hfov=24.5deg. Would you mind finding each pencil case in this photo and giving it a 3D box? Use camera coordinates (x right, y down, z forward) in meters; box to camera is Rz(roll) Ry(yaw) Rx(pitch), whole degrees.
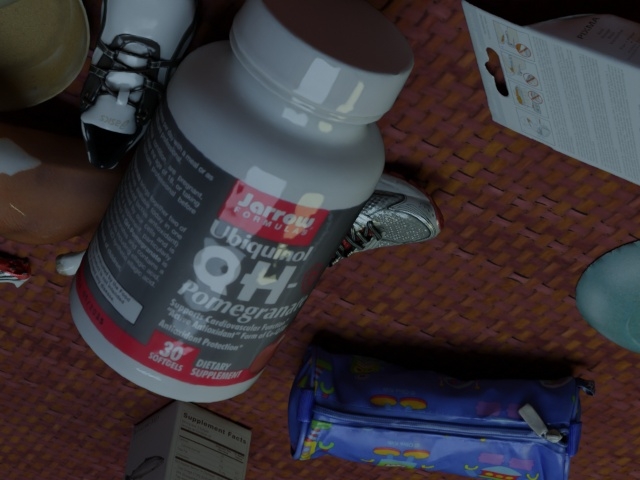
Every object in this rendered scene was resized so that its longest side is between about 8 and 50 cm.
[{"bbox_3d":[0.119,0.181,1.492,0.306,0.119,0.133,7,173,0],"label":"pencil case"}]

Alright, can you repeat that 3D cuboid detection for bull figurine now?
[{"bbox_3d":[-0.272,-0.048,1.233,0.310,0.101,0.188,15,155,-33],"label":"bull figurine"}]

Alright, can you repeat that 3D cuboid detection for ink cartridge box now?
[{"bbox_3d":[0.200,-0.116,1.113,0.179,0.045,0.145,31,158,35],"label":"ink cartridge box"}]

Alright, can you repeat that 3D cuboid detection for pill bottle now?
[{"bbox_3d":[-0.059,-0.041,1.135,0.176,0.176,0.319,20,122,-17],"label":"pill bottle"}]

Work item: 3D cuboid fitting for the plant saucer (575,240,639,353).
[{"bbox_3d":[0.335,0.066,1.371,0.194,0.037,0.195,5,143,3],"label":"plant saucer"}]

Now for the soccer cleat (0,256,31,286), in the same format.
[{"bbox_3d":[-0.325,0.024,1.441,0.083,0.029,0.035,19,139,-22],"label":"soccer cleat"}]

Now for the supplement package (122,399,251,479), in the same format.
[{"bbox_3d":[-0.157,0.287,1.639,0.105,0.179,0.105,28,139,-26],"label":"supplement package"}]

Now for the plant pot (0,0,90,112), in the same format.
[{"bbox_3d":[-0.293,-0.188,1.143,0.236,0.032,0.236,4,144,3],"label":"plant pot"}]

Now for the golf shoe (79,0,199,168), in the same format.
[{"bbox_3d":[-0.143,-0.132,1.140,0.077,0.094,0.198,14,142,-7],"label":"golf shoe"}]

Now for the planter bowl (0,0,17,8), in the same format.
[{"bbox_3d":[-0.245,-0.217,0.989,0.162,0.109,0.162,0,127,-1],"label":"planter bowl"}]

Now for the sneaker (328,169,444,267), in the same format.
[{"bbox_3d":[0.000,0.000,1.293,0.225,0.093,0.088,-8,141,20],"label":"sneaker"}]
